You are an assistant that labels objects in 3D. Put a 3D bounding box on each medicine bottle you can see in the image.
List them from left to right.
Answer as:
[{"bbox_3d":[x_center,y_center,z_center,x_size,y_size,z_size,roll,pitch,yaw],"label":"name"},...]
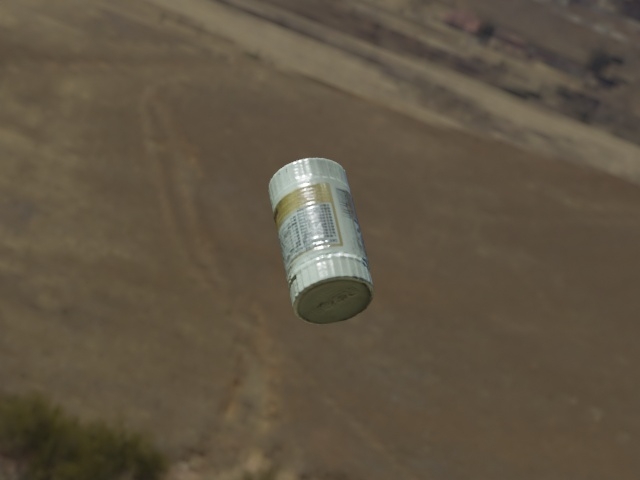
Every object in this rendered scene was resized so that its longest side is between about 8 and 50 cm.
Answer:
[{"bbox_3d":[0.000,0.000,1.004,0.047,0.047,0.083,14,47,-34],"label":"medicine bottle"}]
